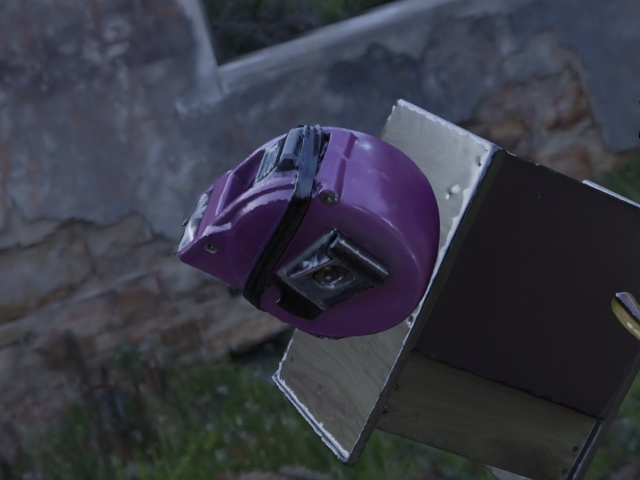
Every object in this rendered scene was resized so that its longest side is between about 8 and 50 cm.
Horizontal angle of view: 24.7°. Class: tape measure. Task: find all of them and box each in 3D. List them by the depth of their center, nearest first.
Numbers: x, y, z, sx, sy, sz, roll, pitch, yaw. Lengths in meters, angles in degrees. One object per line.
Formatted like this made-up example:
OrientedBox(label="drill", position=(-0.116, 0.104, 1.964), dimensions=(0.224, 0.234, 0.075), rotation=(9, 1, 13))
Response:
OrientedBox(label="tape measure", position=(0.000, 0.000, 0.776), dimensions=(0.125, 0.118, 0.074), rotation=(-39, 26, 42))

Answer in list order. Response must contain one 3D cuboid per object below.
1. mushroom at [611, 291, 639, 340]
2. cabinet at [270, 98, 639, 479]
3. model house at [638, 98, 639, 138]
OrientedBox(label="mushroom", position=(0.204, 0.131, 0.553), dimensions=(0.026, 0.286, 0.028), rotation=(-45, -13, 18))
OrientedBox(label="cabinet", position=(0.101, 0.046, 0.963), dimensions=(0.175, 0.215, 0.148), rotation=(20, 8, -27))
OrientedBox(label="model house", position=(0.291, -0.086, 0.929), dimensions=(0.164, 0.141, 0.203), rotation=(13, -10, 21))
